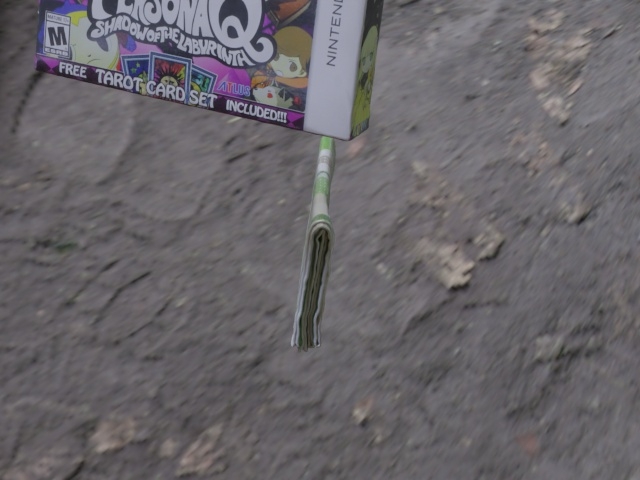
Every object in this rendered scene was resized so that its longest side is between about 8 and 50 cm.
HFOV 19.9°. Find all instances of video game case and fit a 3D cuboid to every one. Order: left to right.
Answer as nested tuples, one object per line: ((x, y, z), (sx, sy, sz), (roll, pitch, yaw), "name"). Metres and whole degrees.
((-0.069, -0.189, 1.172), (0.232, 0.042, 0.210), (14, 112, 16), "video game case")

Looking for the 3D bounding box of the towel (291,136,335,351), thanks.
((0.000, 0.000, 1.374), (0.023, 0.152, 0.113), (9, 119, -1), "towel")
